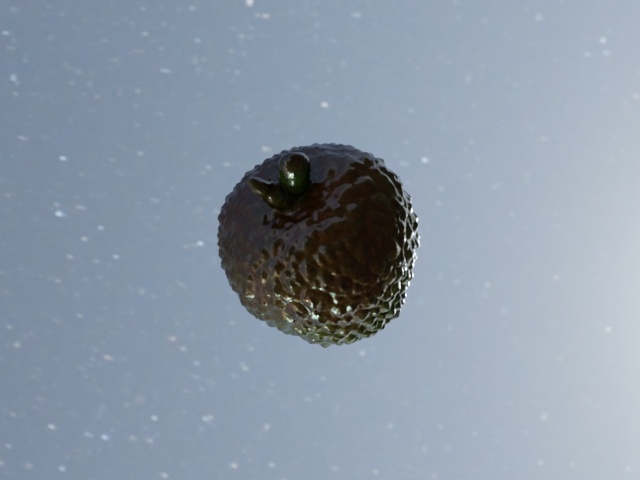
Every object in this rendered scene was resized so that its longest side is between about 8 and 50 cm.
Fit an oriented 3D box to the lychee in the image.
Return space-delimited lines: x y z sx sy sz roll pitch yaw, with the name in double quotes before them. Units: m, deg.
"lychee" 0.000 0.000 0.788 0.114 0.114 0.146 -61 -37 -19
